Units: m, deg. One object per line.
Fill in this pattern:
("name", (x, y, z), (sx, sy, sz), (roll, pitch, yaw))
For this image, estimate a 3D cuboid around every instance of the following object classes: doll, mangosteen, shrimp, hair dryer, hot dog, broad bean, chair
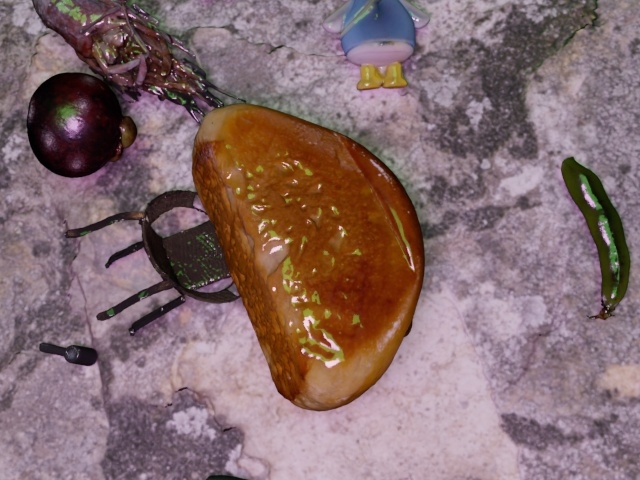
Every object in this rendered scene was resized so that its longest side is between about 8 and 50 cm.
("doll", (0.077, -0.333, 1.204), (0.135, 0.099, 0.241), (-12, 75, 25))
("mangosteen", (-0.328, -0.158, 1.174), (0.152, 0.152, 0.152), (-1, 78, 4))
("shrimp", (-0.262, -0.262, 1.193), (0.343, 0.145, 0.116), (35, 85, 5))
("hair dryer", (-0.353, 0.151, 1.165), (0.083, 0.047, 0.026), (10, 79, 21))
("hot dog", (-0.001, 0.001, 1.084), (0.223, 0.185, 0.405), (-20, 76, -19))
("broad bean", (0.374, -0.007, 1.143), (0.069, 0.039, 0.226), (-9, 78, 8))
("chair", (-0.198, 0.025, 1.128), (0.213, 0.149, 0.174), (-24, 73, -6))

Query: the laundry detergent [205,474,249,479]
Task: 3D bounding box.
("laundry detergent", (-0.066, 0.391, 1.082), (0.211, 0.063, 0.137), (20, 82, 6))
